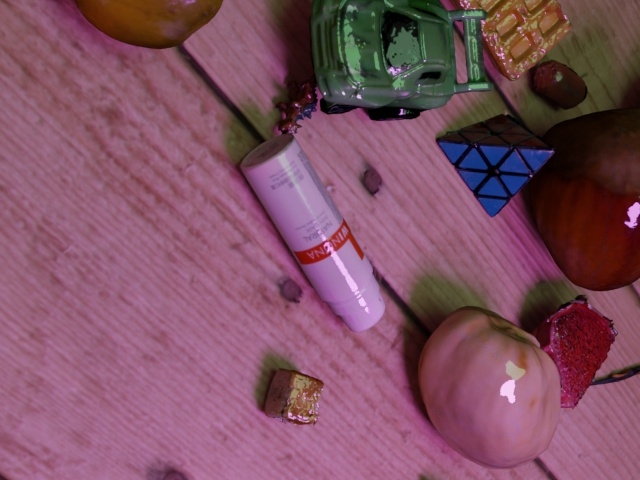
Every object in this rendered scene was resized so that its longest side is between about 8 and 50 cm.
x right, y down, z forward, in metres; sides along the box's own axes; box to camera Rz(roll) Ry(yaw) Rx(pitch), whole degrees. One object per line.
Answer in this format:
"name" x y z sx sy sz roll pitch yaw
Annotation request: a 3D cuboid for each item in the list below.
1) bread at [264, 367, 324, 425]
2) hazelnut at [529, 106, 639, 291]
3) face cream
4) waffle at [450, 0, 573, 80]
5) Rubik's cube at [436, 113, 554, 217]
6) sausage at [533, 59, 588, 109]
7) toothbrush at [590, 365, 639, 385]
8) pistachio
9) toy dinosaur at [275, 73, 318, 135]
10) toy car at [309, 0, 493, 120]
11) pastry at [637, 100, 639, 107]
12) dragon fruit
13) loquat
"bread" -0.043 0.244 1.481 0.070 0.076 0.083 23 75 -26
"hazelnut" 0.569 -0.087 1.848 0.365 0.365 0.366 0 90 -40
"face cream" 0.000 0.000 1.498 0.102 0.102 0.346 -47 117 -30
"waffle" 0.344 -0.449 1.783 0.168 0.057 0.274 -43 119 -2
"Rubik's cube" 0.343 -0.138 1.822 0.190 0.211 0.178 -52 148 -55
"sausage" 0.488 -0.317 1.936 0.141 0.076 0.076 25 74 -38
"toothbrush" 0.672 0.300 2.123 0.321 0.023 0.031 2 92 -40
"pistachio" 0.300 0.259 1.681 0.238 0.229 0.321 -23 117 5
"toy dinosaur" -0.027 -0.223 1.508 0.055 0.049 0.154 47 62 -31
"toy car" 0.127 -0.309 1.542 0.358 0.176 0.214 -6 93 -56
"pastry" 0.885 -0.233 2.076 0.388 0.388 0.313 -50 127 -29
"dragon fruit" 0.472 0.205 1.897 0.274 0.126 0.161 -43 106 -43
"loquat" -0.238 -0.371 1.235 0.246 0.213 0.213 45 62 -30
